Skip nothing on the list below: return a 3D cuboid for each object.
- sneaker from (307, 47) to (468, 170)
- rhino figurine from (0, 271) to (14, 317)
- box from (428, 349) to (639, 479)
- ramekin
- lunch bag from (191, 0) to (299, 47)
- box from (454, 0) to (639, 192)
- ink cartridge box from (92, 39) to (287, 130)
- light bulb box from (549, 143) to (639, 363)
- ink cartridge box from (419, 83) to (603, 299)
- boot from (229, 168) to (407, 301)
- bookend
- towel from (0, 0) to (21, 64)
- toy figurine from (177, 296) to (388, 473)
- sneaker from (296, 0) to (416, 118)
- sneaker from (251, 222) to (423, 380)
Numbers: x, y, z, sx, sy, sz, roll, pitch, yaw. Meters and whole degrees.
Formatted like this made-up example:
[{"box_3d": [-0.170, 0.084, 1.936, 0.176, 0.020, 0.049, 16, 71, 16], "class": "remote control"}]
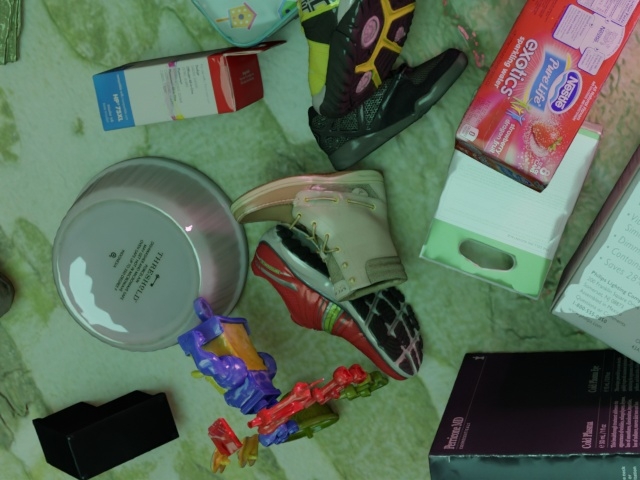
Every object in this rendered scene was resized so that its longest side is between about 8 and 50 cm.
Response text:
[{"box_3d": [0.074, -0.198, 1.720, 0.227, 0.087, 0.130, -33, 102, 25], "class": "sneaker"}, {"box_3d": [-0.545, 0.110, 1.966, 0.243, 0.073, 0.106, -37, 91, 21], "class": "rhino figurine"}, {"box_3d": [0.317, 0.272, 1.653, 0.313, 0.343, 0.178, -2, 105, 15], "class": "box"}, {"box_3d": [-0.243, 0.028, 1.839, 0.273, 0.127, 0.272, 4, 105, 13], "class": "ramekin"}, {"box_3d": [-0.094, -0.398, 1.694, 0.224, 0.108, 0.279, -38, 96, 12], "class": "lunch bag"}, {"box_3d": [0.274, -0.199, 1.612, 0.128, 0.122, 0.256, 28, 90, 7], "class": "box"}, {"box_3d": [-0.162, -0.205, 1.751, 0.231, 0.134, 0.078, -6, 103, 16], "class": "ink cartridge box"}, {"box_3d": [0.520, -0.001, 1.589, 0.358, 0.225, 0.361, 30, 109, 5], "class": "light bulb box"}, {"box_3d": [0.244, -0.063, 1.731, 0.171, 0.056, 0.235, 20, 109, 8], "class": "ink cartridge box"}, {"box_3d": [0.000, 0.000, 1.729, 0.213, 0.077, 0.165, -9, 76, -20], "class": "boot"}, {"box_3d": [-0.314, 0.273, 1.942, 0.157, 0.156, 0.072, 3, 112, 59], "class": "bookend"}, {"box_3d": [-0.485, -0.308, 1.861, 0.148, 0.027, 0.110, 14, 109, 9], "class": "towel"}, {"box_3d": [-0.077, 0.151, 1.751, 0.191, 0.362, 0.217, -40, 75, 13], "class": "toy figurine"}, {"box_3d": [0.024, -0.331, 1.588, 0.147, 0.145, 0.384, 23, 123, 26], "class": "sneaker"}, {"box_3d": [0.022, 0.090, 1.822, 0.279, 0.107, 0.118, 44, 129, 3], "class": "sneaker"}]
